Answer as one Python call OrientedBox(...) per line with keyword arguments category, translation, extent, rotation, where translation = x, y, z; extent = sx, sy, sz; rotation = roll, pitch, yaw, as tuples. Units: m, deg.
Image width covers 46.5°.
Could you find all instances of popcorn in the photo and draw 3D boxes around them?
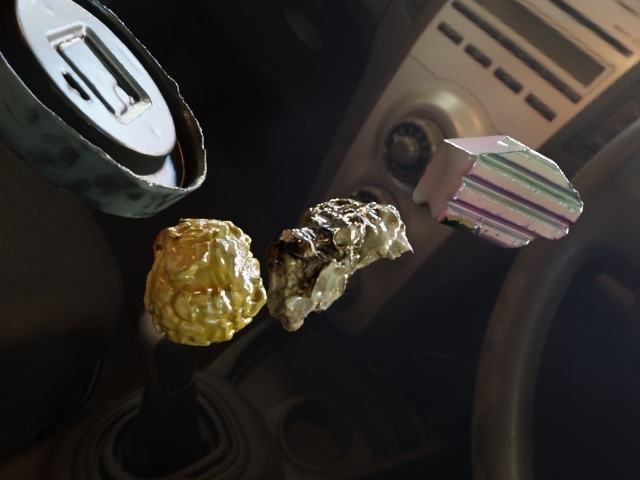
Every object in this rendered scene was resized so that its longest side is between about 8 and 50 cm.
OrientedBox(category="popcorn", translation=(-0.210, 0.075, 1.384), extent=(0.250, 0.190, 0.250), rotation=(24, 55, -38))

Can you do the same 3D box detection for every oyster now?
OrientedBox(category="oyster", translation=(0.006, 0.006, 0.947), extent=(0.161, 0.107, 0.233), rotation=(3, 39, 39))

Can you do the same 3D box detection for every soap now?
OrientedBox(category="soap", translation=(0.357, -0.092, 1.434), extent=(0.323, 0.193, 0.109), rotation=(19, 19, -33))

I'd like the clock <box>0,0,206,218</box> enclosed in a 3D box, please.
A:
OrientedBox(category="clock", translation=(-0.258, -0.169, 0.818), extent=(0.325, 0.067, 0.325), rotation=(47, 19, -22))
